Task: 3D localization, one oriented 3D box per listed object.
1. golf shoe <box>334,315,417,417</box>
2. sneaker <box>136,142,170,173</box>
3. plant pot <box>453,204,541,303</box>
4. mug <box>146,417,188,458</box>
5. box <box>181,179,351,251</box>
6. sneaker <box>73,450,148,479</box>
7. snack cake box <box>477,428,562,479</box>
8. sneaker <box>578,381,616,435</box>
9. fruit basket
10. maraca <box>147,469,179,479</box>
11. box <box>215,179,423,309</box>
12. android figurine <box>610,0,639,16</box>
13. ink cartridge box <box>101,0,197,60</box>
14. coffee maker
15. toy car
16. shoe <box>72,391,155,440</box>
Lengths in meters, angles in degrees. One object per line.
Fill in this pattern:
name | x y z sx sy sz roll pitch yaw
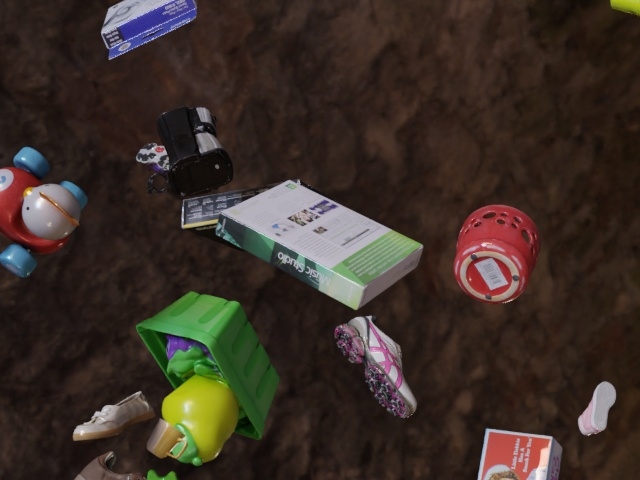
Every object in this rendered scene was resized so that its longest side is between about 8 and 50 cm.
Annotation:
golf shoe | 0.105 0.194 1.522 0.186 0.086 0.067 54 151 24
sneaker | -0.351 -0.184 2.234 0.068 0.170 0.071 -61 -39 -14
plant pot | 0.395 0.039 2.177 0.174 0.191 0.191 -56 -48 -53
mug | -0.308 0.396 1.888 0.062 0.078 0.064 44 -110 -27
box | -0.122 -0.052 2.249 0.257 0.322 0.079 23 -117 -59
sneaker | -0.246 0.347 1.273 0.071 0.188 0.066 -49 -27 -25
snack cake box | 0.417 0.549 2.049 0.089 0.152 0.264 44 -126 -50
sneaker | 0.609 0.376 2.122 0.051 0.070 0.134 34 -129 -3
fruit basket | -0.285 0.358 2.262 0.392 0.283 0.392 -17 -69 -51
maraca | -0.314 0.542 1.906 0.099 0.127 0.185 -83 -5 -73
box | 0.000 0.000 1.788 0.232 0.322 0.058 -29 -41 -51
android figurine | 0.496 -0.427 1.316 0.056 0.273 0.248 0 -69 -60
ink cartridge box | -0.378 -0.506 2.122 0.224 0.223 0.045 -101 -14 -55
coffee maker | -0.277 -0.184 1.933 0.178 0.171 0.120 -117 34 -46
toy car | -0.571 -0.069 1.930 0.210 0.238 0.219 45 -119 -22
shoe | -0.394 0.333 1.806 0.219 0.076 0.058 -7 -97 -66
